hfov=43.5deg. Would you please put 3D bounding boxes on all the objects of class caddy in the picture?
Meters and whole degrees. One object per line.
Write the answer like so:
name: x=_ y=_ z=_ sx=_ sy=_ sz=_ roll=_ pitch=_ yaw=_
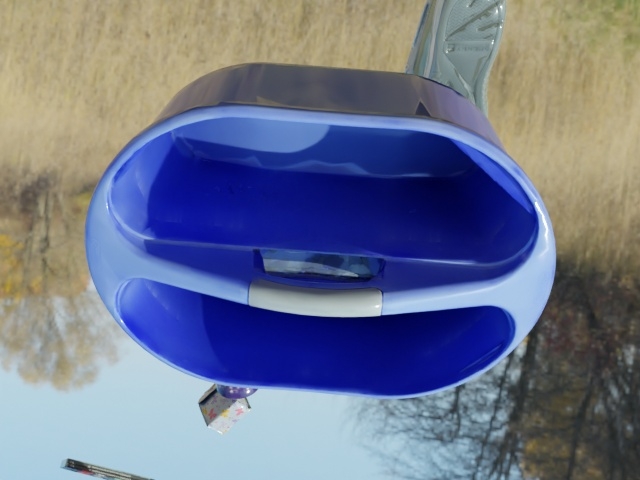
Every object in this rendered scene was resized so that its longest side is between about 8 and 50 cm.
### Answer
caddy: x=0.000 y=0.000 z=0.613 sx=0.341 sy=0.241 sz=0.179 roll=4 pitch=-148 yaw=0

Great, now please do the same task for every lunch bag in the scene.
lunch bag: x=-0.164 y=0.266 z=1.331 sx=0.053 sy=0.071 sz=0.083 roll=42 pitch=-170 yaw=-40

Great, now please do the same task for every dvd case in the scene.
dvd case: x=-0.288 y=0.314 z=1.082 sx=0.119 sy=0.013 sz=0.087 roll=20 pitch=157 yaw=-15

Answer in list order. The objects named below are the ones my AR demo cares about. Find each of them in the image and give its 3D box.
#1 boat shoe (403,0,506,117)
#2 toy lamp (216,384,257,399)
boat shoe: x=0.161 y=-0.208 z=1.085 sx=0.118 sy=0.320 sz=0.103 roll=-1 pitch=-146 yaw=-14
toy lamp: x=-0.142 y=0.109 z=1.186 sx=0.080 sy=0.275 sz=0.080 roll=-3 pitch=-149 yaw=2
